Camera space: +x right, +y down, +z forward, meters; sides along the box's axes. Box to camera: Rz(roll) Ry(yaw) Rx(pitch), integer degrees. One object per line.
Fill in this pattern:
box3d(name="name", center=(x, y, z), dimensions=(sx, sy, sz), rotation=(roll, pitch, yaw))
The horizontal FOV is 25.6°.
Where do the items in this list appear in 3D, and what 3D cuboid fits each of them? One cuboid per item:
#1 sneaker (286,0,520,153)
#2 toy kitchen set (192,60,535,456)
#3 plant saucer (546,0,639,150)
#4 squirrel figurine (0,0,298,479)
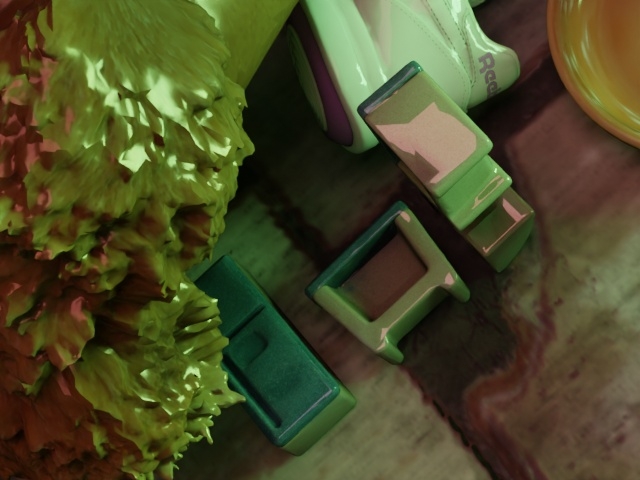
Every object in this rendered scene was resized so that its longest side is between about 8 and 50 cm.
box3d(name="sneaker", center=(0.035, -0.202, 0.915), dimensions=(0.152, 0.114, 0.305), rotation=(-15, 70, -3))
box3d(name="toy kitchen set", center=(0.000, 0.000, 0.812), dimensions=(0.207, 0.166, 0.122), rotation=(-43, 65, 2))
box3d(name="plant saucer", center=(0.237, -0.137, 0.846), dimensions=(0.200, 0.037, 0.200), rotation=(-6, 71, 18))
box3d(name="squirrel figurine", center=(-0.191, -0.036, 0.787), dimensions=(0.370, 0.281, 0.397), rotation=(-50, 44, 33))
